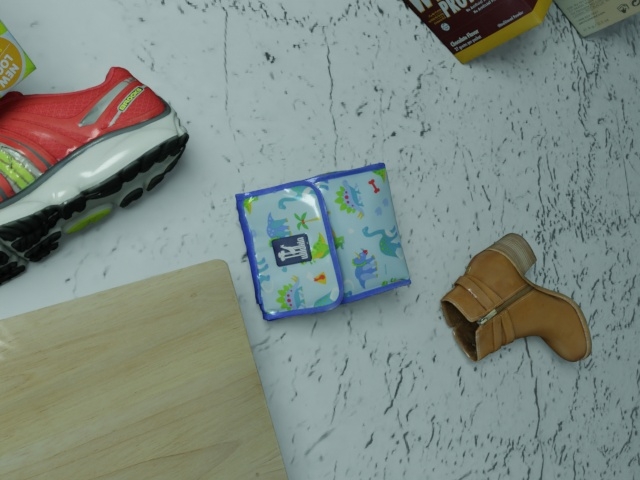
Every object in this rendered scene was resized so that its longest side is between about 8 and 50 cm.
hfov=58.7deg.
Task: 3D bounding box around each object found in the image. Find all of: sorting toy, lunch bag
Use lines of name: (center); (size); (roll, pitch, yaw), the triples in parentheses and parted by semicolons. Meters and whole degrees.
sorting toy: (-0.170, 0.171, 0.439); (0.257, 0.089, 0.255); (-16, 92, -31)
lunch bag: (0.000, 0.000, 0.567); (0.151, 0.096, 0.129); (-13, 93, -17)

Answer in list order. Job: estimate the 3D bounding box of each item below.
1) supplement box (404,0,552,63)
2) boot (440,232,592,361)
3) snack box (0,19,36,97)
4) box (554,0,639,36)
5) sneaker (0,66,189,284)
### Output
supplement box: (0.193, -0.371, 0.705); (0.194, 0.129, 0.191); (38, 66, -21)
boot: (0.239, 0.105, 0.706); (0.152, 0.073, 0.197); (-37, 90, -30)
snack box: (-0.289, -0.125, 0.299); (0.174, 0.070, 0.207); (-52, 154, -20)
box: (0.366, -0.472, 0.827); (0.311, 0.121, 0.148); (38, 67, -22)
sneaker: (-0.240, -0.050, 0.439); (0.279, 0.107, 0.118); (-36, 83, -32)
